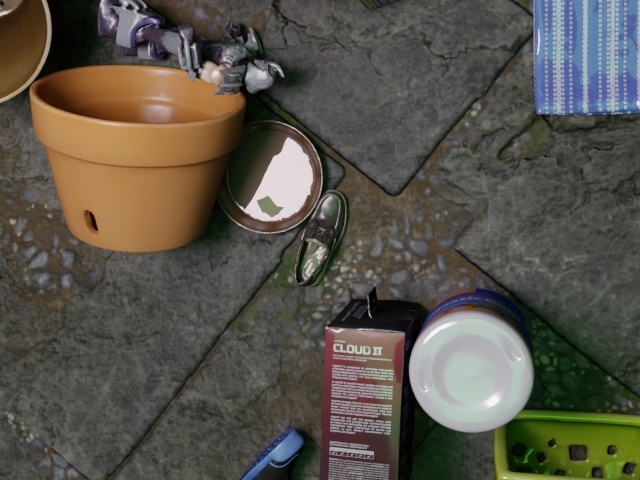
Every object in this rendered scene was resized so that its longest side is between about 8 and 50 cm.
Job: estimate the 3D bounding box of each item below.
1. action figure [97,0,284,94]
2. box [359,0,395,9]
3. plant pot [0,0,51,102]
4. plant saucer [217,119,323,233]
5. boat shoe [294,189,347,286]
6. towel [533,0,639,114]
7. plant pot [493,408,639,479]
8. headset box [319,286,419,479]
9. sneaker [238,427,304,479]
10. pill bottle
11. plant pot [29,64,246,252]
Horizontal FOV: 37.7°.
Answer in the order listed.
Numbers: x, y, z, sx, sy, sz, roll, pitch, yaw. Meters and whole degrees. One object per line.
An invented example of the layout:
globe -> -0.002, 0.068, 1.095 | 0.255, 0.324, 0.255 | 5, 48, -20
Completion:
action figure -> -0.177, -0.274, 1.329 | 0.285, 0.185, 0.099 | 22, 104, 18
box -> 0.139, -0.460, 1.272 | 0.243, 0.117, 0.213 | -18, 93, 12
plant pot -> -0.492, -0.340, 1.326 | 0.237, 0.254, 0.237 | -4, 118, -8
plant saucer -> -0.077, -0.095, 1.398 | 0.169, 0.029, 0.168 | 1, 96, 12
boat shoe -> 0.000, 0.000, 1.382 | 0.056, 0.049, 0.152 | 18, 99, 9
towel -> 0.460, -0.292, 1.267 | 0.336, 0.040, 0.243 | 0, 95, 11
plant pot -> 0.349, 0.368, 1.271 | 0.227, 0.228, 0.207 | 1, 104, 11
headset box -> 0.073, 0.214, 1.306 | 0.110, 0.218, 0.293 | 4, 98, 11
sneaker -> -0.083, 0.388, 1.430 | 0.090, 0.081, 0.232 | 40, 109, 2
pill bottle -> 0.205, 0.144, 1.244 | 0.152, 0.272, 0.152 | 1, 97, 11
plant pot -> -0.255, -0.113, 1.319 | 0.291, 0.291, 0.203 | 10, 114, 10
